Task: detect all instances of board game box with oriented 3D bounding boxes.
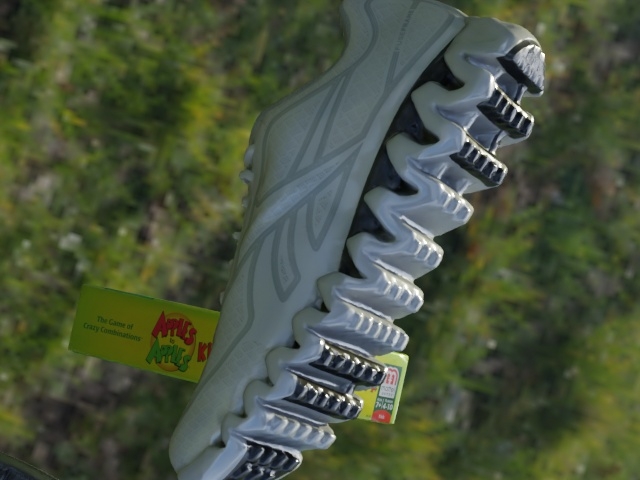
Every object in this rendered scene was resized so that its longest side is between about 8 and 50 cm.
[{"bbox_3d":[-0.050,0.066,1.104,0.092,0.181,0.043,18,84,-54],"label":"board game box"}]

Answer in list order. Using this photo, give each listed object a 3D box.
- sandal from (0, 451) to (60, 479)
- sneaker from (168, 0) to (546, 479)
[{"bbox_3d":[-0.143,0.192,1.044,0.120,0.086,0.303,-47,137,4],"label":"sandal"},{"bbox_3d":[0.000,0.000,0.978,0.292,0.118,0.110,-58,157,-5],"label":"sneaker"}]
